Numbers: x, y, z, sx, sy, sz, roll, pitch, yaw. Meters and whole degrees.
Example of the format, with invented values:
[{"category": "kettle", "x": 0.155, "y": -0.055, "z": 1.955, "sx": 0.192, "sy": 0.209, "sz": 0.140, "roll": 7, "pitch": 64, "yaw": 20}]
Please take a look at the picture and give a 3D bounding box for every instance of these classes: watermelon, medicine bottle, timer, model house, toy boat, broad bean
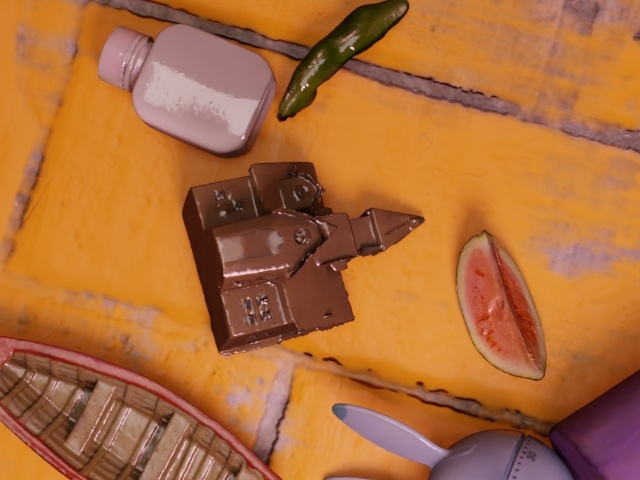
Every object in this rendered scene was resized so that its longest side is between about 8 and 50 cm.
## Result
[{"category": "watermelon", "x": 0.200, "y": 0.068, "z": 1.335, "sx": 0.069, "sy": 0.087, "sz": 0.163, "roll": -16, "pitch": 84, "yaw": -30}, {"category": "medicine bottle", "x": -0.146, "y": -0.170, "z": 1.373, "sx": 0.183, "sy": 0.069, "sz": 0.119, "roll": 23, "pitch": 87, "yaw": 4}, {"category": "timer", "x": 0.147, "y": 0.247, "z": 1.296, "sx": 0.255, "sy": 0.175, "sz": 0.175, "roll": 32, "pitch": 87, "yaw": 35}, {"category": "model house", "x": 0.000, "y": 0.000, "z": 1.318, "sx": 0.248, "sy": 0.176, "sz": 0.181, "roll": -15, "pitch": 83, "yaw": -15}, {"category": "toy boat", "x": -0.217, "y": 0.199, "z": 1.331, "sx": 0.392, "sy": 0.079, "sz": 0.136, "roll": 28, "pitch": 88, "yaw": 7}, {"category": "broad bean", "x": 0.019, "y": -0.205, "z": 1.371, "sx": 0.046, "sy": 0.061, "sz": 0.195, "roll": 45, "pitch": 88, "yaw": 4}]

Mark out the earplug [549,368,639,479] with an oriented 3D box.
[{"category": "earplug", "x": 0.464, "y": 0.143, "z": 1.250, "sx": 0.456, "sy": 0.215, "sz": 0.215, "roll": -36, "pitch": 84, "yaw": -4}]
